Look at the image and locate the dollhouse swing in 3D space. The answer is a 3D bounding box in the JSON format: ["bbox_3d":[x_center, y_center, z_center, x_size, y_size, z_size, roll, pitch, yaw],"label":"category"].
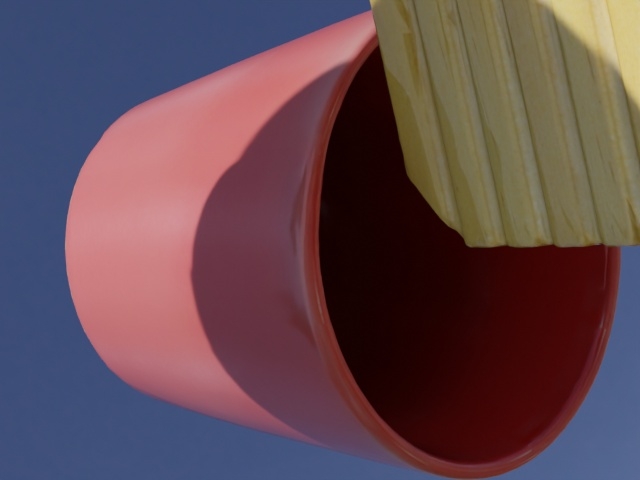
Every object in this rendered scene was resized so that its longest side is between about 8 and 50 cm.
[{"bbox_3d":[0.001,-0.152,0.726,0.315,0.347,0.305,2,-91,-27],"label":"dollhouse swing"}]

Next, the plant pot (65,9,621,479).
[{"bbox_3d":[0.000,0.000,1.076,0.275,0.243,0.275,3,-94,-47],"label":"plant pot"}]
